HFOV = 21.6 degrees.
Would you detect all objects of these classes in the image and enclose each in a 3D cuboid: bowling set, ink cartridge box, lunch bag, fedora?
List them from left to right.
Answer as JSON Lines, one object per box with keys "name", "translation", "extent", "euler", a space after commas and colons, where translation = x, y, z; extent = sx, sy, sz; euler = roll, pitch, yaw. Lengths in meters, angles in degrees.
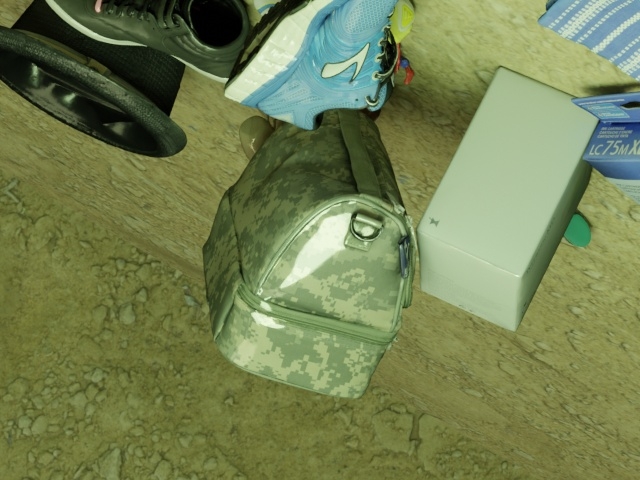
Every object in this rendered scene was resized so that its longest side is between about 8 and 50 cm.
{"name": "fedora", "translation": [-0.312, -0.254, 2.347], "extent": [0.334, 0.152, 0.334], "euler": [26, 165, 7]}
{"name": "bowling set", "translation": [-0.004, -0.117, 2.211], "extent": [0.200, 0.287, 0.154], "euler": [-8, 144, 16]}
{"name": "lunch bag", "translation": [0.000, 0.000, 1.967], "extent": [0.213, 0.256, 0.305], "euler": [16, -154, -15]}
{"name": "ink cartridge box", "translation": [0.424, -0.057, 1.844], "extent": [0.311, 0.065, 0.186], "euler": [38, 163, -28]}

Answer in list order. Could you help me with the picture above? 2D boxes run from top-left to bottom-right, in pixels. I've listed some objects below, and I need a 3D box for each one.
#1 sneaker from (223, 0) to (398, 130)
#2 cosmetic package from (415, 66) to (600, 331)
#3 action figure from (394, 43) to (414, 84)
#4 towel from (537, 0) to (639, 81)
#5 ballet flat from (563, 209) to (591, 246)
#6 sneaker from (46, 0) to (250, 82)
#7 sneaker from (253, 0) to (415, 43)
{"name": "sneaker", "translation": [0.037, -0.225, 1.752], "extent": [0.147, 0.129, 0.330], "euler": [31, 141, -16]}
{"name": "cosmetic package", "translation": [0.221, -0.043, 1.970], "extent": [0.138, 0.224, 0.224], "euler": [24, 165, 14]}
{"name": "action figure", "translation": [0.082, -0.223, 2.002], "extent": [0.038, 0.030, 0.115], "euler": [26, 164, 27]}
{"name": "towel", "translation": [0.392, -0.166, 1.586], "extent": [0.336, 0.040, 0.243], "euler": [30, 160, -10]}
{"name": "ballet flat", "translation": [0.319, -0.033, 2.217], "extent": [0.041, 0.041, 0.114], "euler": [11, 158, 48]}
{"name": "sneaker", "translation": [-0.212, -0.301, 2.128], "extent": [0.296, 0.104, 0.147], "euler": [22, 164, -3]}
{"name": "sneaker", "translation": [-0.009, -0.238, 1.914], "extent": [0.240, 0.126, 0.091], "euler": [11, 158, 46]}
